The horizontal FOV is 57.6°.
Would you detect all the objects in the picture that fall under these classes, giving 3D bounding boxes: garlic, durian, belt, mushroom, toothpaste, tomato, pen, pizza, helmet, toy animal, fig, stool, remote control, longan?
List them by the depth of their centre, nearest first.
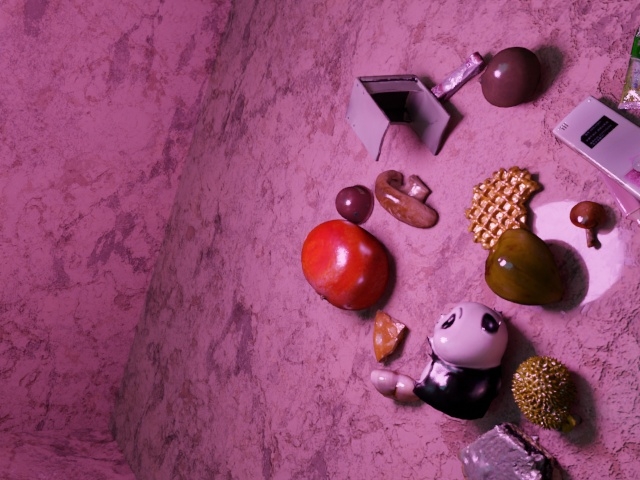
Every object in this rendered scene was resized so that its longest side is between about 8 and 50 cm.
[{"bbox_3d":[0.786,-0.107,1.495,0.053,0.032,0.197,-40,51,36],"label":"pen"},{"bbox_3d":[0.771,-0.238,1.506,0.145,0.050,0.344,-44,49,13],"label":"remote control"},{"bbox_3d":[0.833,-0.462,1.510,0.078,0.047,0.247,15,95,52],"label":"toothpaste"},{"bbox_3d":[0.580,0.401,1.529,0.159,0.146,0.198,-18,65,48],"label":"durian"},{"bbox_3d":[0.710,-0.047,1.539,0.088,0.073,0.129,-9,76,13],"label":"mushroom"},{"bbox_3d":[0.567,0.084,1.604,0.225,0.203,0.202,31,108,13],"label":"fig"},{"bbox_3d":[0.420,0.331,1.678,0.251,0.251,0.309,34,108,48],"label":"toy animal"},{"bbox_3d":[0.564,-0.486,1.733,0.189,0.189,0.189,-14,71,47],"label":"longan"},{"bbox_3d":[0.253,0.476,1.923,0.175,0.124,0.099,10,73,24],"label":"garlic"},{"bbox_3d":[0.456,-0.537,1.950,0.232,0.071,0.053,-39,61,41],"label":"belt"},{"bbox_3d":[0.256,-0.422,1.980,0.170,0.244,0.269,105,147,-44],"label":"stool"},{"bbox_3d":[0.270,-0.149,2.010,0.156,0.151,0.285,-59,44,25],"label":"mushroom"},{"bbox_3d":[0.241,0.319,2.015,0.161,0.063,0.181,-37,50,47],"label":"pizza"},{"bbox_3d":[0.085,0.085,2.084,0.289,0.293,0.325,-49,42,11],"label":"tomato"},{"bbox_3d":[0.111,-0.151,2.234,0.155,0.106,0.175,-54,42,27],"label":"helmet"}]

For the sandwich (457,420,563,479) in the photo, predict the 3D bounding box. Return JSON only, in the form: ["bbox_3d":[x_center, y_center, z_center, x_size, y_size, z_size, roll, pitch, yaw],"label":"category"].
[{"bbox_3d":[0.506,0.657,1.571,0.262,0.131,0.325,-17,68,48],"label":"sandwich"}]

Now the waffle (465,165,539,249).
[{"bbox_3d":[0.546,-0.090,1.750,0.249,0.056,0.253,-27,60,43],"label":"waffle"}]
